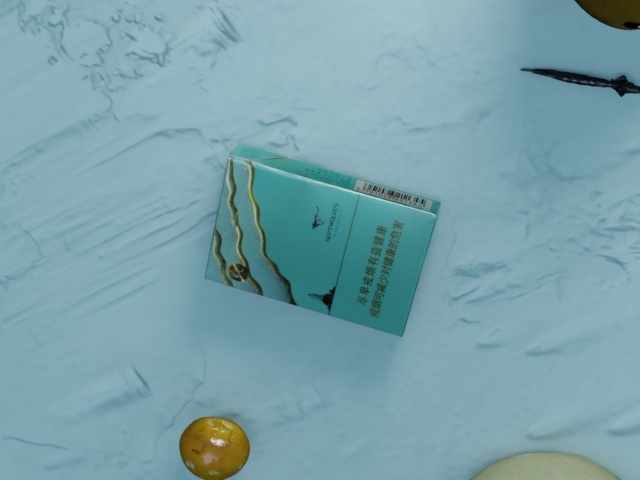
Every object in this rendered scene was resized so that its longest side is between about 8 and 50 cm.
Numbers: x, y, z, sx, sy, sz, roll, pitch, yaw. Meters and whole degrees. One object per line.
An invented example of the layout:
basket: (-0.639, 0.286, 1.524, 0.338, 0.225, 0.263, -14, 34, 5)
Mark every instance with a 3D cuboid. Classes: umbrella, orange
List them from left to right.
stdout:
orange: (-0.125, 0.244, 1.896, 0.083, 0.083, 0.070, 19, 113, 3)
umbrella: (0.270, -0.156, 1.598, 0.148, 0.022, 0.022, 11, 95, 8)

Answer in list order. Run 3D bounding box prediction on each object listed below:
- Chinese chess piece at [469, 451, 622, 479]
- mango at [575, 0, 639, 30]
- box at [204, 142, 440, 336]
Chinese chess piece: (0.259, 0.362, 1.857, 0.250, 0.097, 0.251, 6, 121, 10)
mango: (0.270, -0.289, 1.449, 0.136, 0.166, 0.236, 27, 161, 49)
box: (-0.001, 0.000, 1.744, 0.229, 0.041, 0.162, 16, 122, 4)
